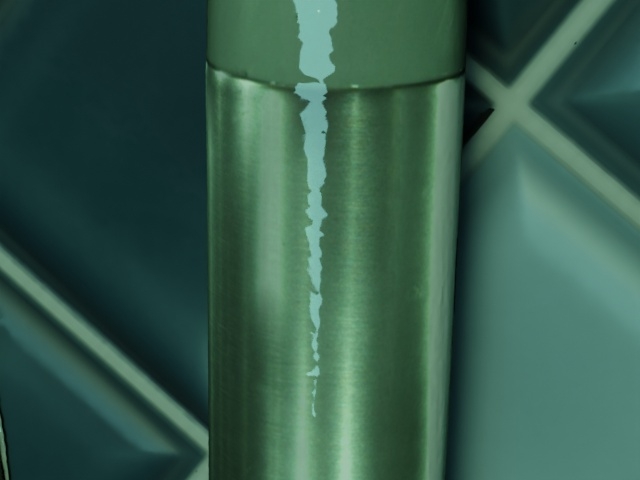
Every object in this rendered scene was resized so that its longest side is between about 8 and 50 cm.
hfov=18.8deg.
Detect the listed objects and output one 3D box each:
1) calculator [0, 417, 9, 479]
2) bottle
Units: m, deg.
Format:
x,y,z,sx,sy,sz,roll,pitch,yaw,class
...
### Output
x,y,z,sx,sy,sz,roll,pitch,yaw,class
-0.241,0.060,0.739,0.261,0.021,0.161,-1,105,20,calculator
0.000,0.000,0.607,0.096,0.079,0.254,26,120,53,bottle
